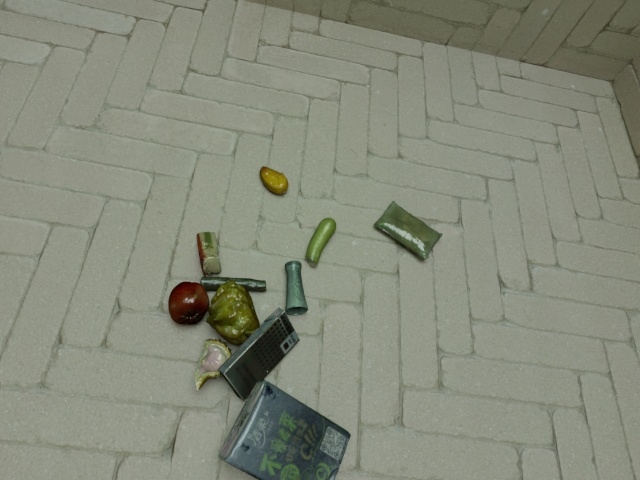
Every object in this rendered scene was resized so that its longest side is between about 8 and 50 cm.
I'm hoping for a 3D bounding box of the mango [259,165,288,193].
[{"bbox_3d":[-0.221,-0.284,2.232,0.187,0.066,0.101,41,70,16],"label":"mango"}]

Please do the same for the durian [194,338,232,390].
[{"bbox_3d":[-0.416,0.477,1.765,0.140,0.078,0.224,32,43,-5],"label":"durian"}]

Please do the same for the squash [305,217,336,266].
[{"bbox_3d":[0.000,0.000,2.119,0.083,0.083,0.250,26,62,2],"label":"squash"}]

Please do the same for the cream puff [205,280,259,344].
[{"bbox_3d":[-0.333,0.279,1.815,0.244,0.244,0.196,41,76,10],"label":"cream puff"}]

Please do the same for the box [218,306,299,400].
[{"bbox_3d":[-0.224,0.430,1.791,0.047,0.180,0.325,17,51,42],"label":"box"}]

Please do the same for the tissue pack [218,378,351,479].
[{"bbox_3d":[-0.112,0.706,1.630,0.394,0.124,0.288,36,59,-14],"label":"tissue pack"}]

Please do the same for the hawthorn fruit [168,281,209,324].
[{"bbox_3d":[-0.518,0.230,1.852,0.156,0.157,0.194,-3,45,-13],"label":"hawthorn fruit"}]

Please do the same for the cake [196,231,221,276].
[{"bbox_3d":[-0.475,0.064,2.005,0.086,0.117,0.220,-6,31,-18],"label":"cake"}]

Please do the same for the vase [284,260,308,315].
[{"bbox_3d":[-0.108,0.195,1.986,0.096,0.096,0.220,0,60,-12],"label":"vase"}]

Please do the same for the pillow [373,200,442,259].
[{"bbox_3d":[0.422,-0.049,2.238,0.302,0.075,0.185,36,60,11],"label":"pillow"}]

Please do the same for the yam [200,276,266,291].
[{"bbox_3d":[-0.359,0.182,1.956,0.273,0.061,0.061,3,62,-11],"label":"yam"}]
